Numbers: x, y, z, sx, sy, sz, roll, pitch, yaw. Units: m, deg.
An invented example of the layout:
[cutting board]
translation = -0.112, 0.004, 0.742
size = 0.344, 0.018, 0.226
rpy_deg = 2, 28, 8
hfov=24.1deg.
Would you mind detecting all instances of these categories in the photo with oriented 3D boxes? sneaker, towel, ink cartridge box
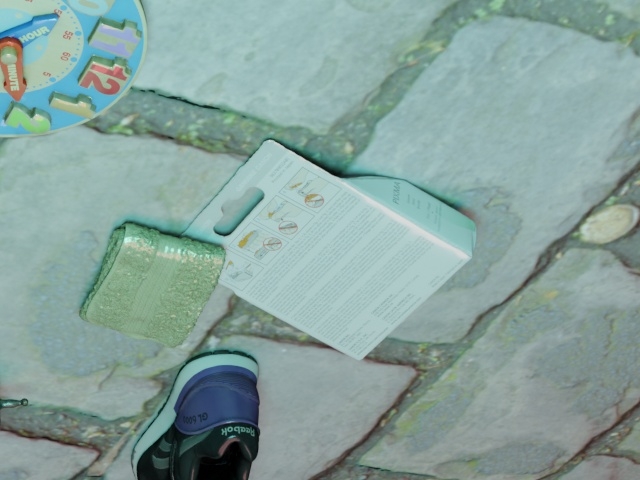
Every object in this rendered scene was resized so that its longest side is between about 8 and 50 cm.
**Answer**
[sneaker]
translation = -0.131, 0.244, 1.567
size = 0.107, 0.124, 0.283
rpy_deg = 2, 141, -17
[towel]
translation = -0.153, 0.044, 1.370
size = 0.110, 0.027, 0.148
rpy_deg = 15, 137, -16
[ink cartridge box]
translation = 0.000, 0.000, 1.369
size = 0.225, 0.056, 0.181
rpy_deg = 31, 128, -19

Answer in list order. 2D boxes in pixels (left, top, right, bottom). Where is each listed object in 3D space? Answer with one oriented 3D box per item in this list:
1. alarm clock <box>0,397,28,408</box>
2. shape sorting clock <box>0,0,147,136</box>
[alarm clock]
translation = -0.390, 0.164, 1.443
size = 0.192, 0.064, 0.129
rpy_deg = -27, 141, 15
[shape sorting clock]
translation = -0.230, -0.148, 1.105
size = 0.206, 0.040, 0.206
rpy_deg = -8, 142, -6
